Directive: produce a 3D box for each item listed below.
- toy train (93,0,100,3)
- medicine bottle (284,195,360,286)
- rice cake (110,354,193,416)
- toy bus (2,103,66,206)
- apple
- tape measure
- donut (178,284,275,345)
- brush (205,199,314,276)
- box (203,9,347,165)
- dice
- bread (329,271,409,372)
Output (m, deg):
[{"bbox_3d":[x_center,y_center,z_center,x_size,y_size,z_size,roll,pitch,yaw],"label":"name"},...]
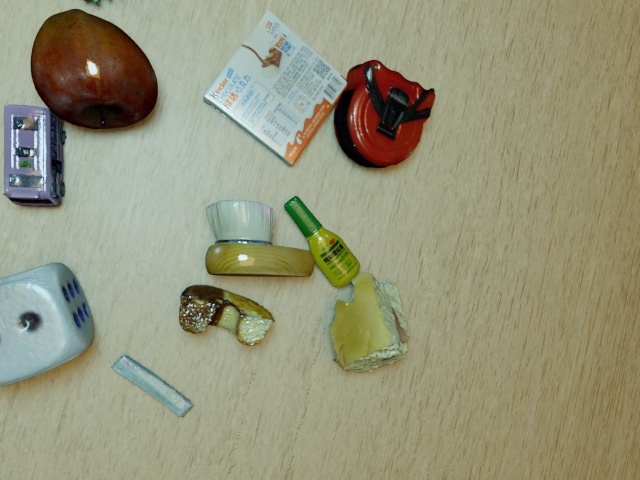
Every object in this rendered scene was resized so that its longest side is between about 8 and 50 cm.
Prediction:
[{"bbox_3d":[-0.459,-0.591,0.921,0.194,0.080,0.125,-32,105,-16],"label":"toy train"},{"bbox_3d":[0.000,0.000,1.095,0.095,0.064,0.261,-40,102,-13],"label":"medicine bottle"},{"bbox_3d":[-0.386,0.339,0.993,0.211,0.034,0.043,43,82,-15],"label":"rice cake"},{"bbox_3d":[-0.586,-0.170,0.873,0.096,0.108,0.199,1,91,-18],"label":"toy bus"},{"bbox_3d":[-0.456,-0.335,0.857,0.233,0.234,0.234,-1,92,-18],"label":"apple"},{"bbox_3d":[0.161,-0.312,1.095,0.253,0.114,0.261,16,90,-29],"label":"tape measure"},{"bbox_3d":[-0.225,0.173,0.991,0.217,0.141,0.085,20,96,-17],"label":"donut"},{"bbox_3d":[-0.136,0.004,1.004,0.266,0.174,0.166,7,80,-26],"label":"brush"},{"bbox_3d":[-0.103,-0.372,1.057,0.265,0.048,0.273,37,81,-17],"label":"box"},{"bbox_3d":[-0.579,0.159,0.843,0.191,0.193,0.194,-18,96,-15],"label":"dice"},{"bbox_3d":[0.109,0.229,1.106,0.211,0.224,0.183,-33,139,24],"label":"bread"}]
